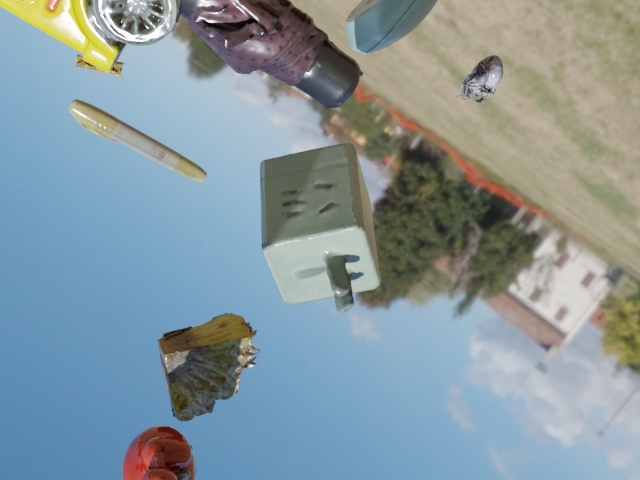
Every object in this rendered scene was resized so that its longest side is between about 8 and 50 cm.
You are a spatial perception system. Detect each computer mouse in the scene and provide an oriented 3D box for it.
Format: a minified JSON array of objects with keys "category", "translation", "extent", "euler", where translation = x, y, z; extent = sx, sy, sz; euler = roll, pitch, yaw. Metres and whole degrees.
[{"category":"computer mouse","translation":[0.165,-0.450,1.632],"extent":[0.097,0.288,0.159],"euler":[47,177,-17]}]

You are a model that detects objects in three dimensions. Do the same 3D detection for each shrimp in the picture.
[{"category":"shrimp","translation":[0.272,-0.266,1.518],"extent":[0.056,0.065,0.165],"euler":[14,159,-5]}]

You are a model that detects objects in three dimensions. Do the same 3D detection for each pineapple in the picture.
[{"category":"pineapple","translation":[-0.226,0.237,1.698],"extent":[0.186,0.236,0.114],"euler":[40,176,-30]}]

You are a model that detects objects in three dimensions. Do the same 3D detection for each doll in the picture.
[{"category":"doll","translation":[-0.280,0.406,1.557],"extent":[0.129,0.161,0.290],"euler":[2,163,-11]}]

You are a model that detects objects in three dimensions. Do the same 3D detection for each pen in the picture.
[{"category":"pen","translation":[-0.279,-0.148,1.365],"extent":[0.233,0.040,0.032],"euler":[30,-140,-22]}]

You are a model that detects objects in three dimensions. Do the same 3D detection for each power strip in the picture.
[{"category":"power strip","translation":[0.000,0.000,1.195],"extent":[0.139,0.140,0.224],"euler":[72,-169,-48]}]

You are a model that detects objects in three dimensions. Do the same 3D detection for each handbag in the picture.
[{"category":"handbag","translation":[-0.386,-0.306,1.558],"extent":[0.083,0.027,0.061],"euler":[8,-170,-20]}]

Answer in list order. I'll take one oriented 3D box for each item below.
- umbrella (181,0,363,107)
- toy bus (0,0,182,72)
[{"category":"umbrella","translation":[-0.098,-0.224,0.818],"extent":[0.326,0.090,0.094],"euler":[32,172,-24]},{"category":"toy bus","translation":[-0.103,-0.286,0.577],"extent":[0.152,0.330,0.144],"euler":[27,-151,-13]}]
